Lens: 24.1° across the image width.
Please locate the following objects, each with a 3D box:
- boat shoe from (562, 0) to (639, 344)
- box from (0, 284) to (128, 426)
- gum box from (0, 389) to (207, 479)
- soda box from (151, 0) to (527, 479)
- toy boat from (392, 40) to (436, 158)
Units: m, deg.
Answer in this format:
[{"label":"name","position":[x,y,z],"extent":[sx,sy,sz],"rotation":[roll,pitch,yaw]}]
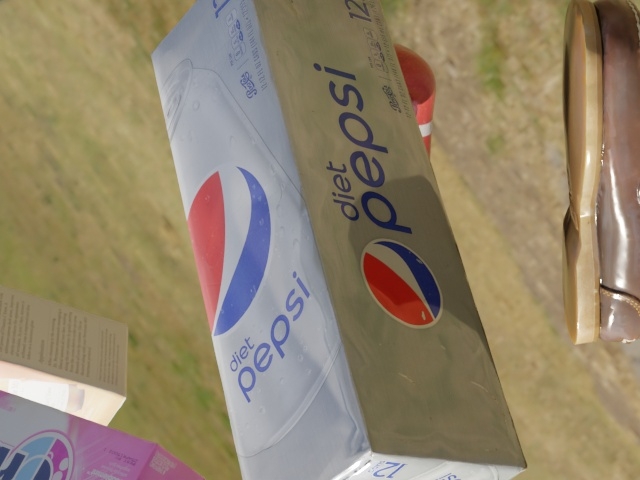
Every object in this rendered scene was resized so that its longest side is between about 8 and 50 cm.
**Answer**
[{"label":"boat shoe","position":[0.162,-0.035,0.777],"extent":[0.073,0.073,0.207],"rotation":[-91,-6,-51]},{"label":"box","position":[-0.271,0.121,1.312],"extent":[0.130,0.170,0.091],"rotation":[-56,26,35]},{"label":"gum box","position":[-0.162,0.169,0.939],"extent":[0.188,0.107,0.062],"rotation":[9,154,44]},{"label":"soda box","position":[0.000,0.000,0.735],"extent":[0.091,0.098,0.286],"rotation":[-42,51,38]},{"label":"toy boat","position":[0.046,-0.057,1.307],"extent":[0.151,0.151,0.231],"rotation":[43,139,51]}]
